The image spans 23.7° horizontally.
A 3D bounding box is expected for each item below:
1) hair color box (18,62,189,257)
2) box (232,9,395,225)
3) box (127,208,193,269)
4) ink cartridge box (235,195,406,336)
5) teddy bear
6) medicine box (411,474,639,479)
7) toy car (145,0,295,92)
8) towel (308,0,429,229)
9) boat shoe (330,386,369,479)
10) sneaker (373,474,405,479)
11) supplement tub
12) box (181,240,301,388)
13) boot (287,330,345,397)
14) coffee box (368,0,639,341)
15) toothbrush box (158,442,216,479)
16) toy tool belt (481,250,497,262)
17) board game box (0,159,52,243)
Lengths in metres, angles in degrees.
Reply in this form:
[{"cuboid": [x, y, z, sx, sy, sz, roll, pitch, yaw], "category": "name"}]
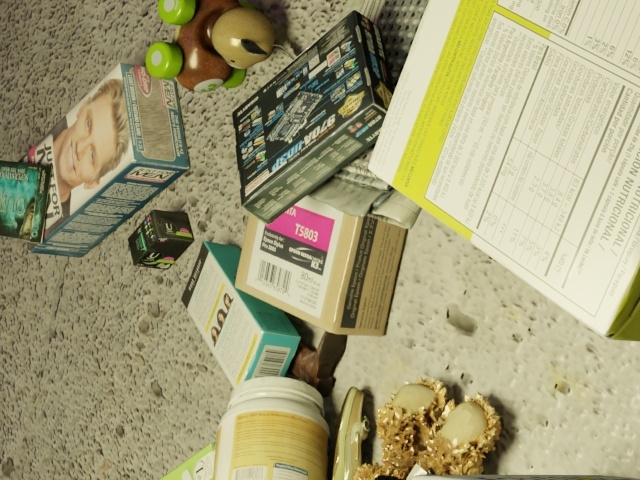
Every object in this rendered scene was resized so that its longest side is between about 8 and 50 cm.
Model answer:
[{"cuboid": [-0.349, -0.120, 2.397, 0.347, 0.105, 0.173, -34, 59, 44], "category": "hair color box"}, {"cuboid": [-0.011, -0.147, 1.815, 0.220, 0.051, 0.175, -38, 39, 26], "category": "box"}, {"cuboid": [-0.239, -0.001, 2.269, 0.083, 0.062, 0.052, -45, 51, 39], "category": "box"}, {"cuboid": [0.000, 0.000, 1.937, 0.235, 0.088, 0.193, 20, 102, 53], "category": "ink cartridge box"}, {"cuboid": [0.114, 0.323, 1.741, 0.245, 0.113, 0.338, -6, 75, 40], "category": "teddy bear"}, {"cuboid": [0.267, 0.298, 1.398, 0.289, 0.263, 0.149, -3, 82, 52], "category": "medicine box"}, {"cuboid": [-0.115, -0.262, 2.090, 0.188, 0.155, 0.149, 22, 103, 39], "category": "toy car"}, {"cuboid": [0.073, -0.184, 1.819, 0.312, 0.056, 0.324, 20, 82, 52], "category": "towel"}, {"cuboid": [0.042, 0.258, 1.884, 0.056, 0.048, 0.153, 111, 167, -83], "category": "boat shoe"}, {"cuboid": [0.121, 0.382, 1.594, 0.124, 0.107, 0.283, -60, 42, 17], "category": "sneaker"}, {"cuboid": [-0.061, 0.286, 1.899, 0.144, 0.144, 0.199, -38, 37, 43], "category": "supplement tub"}, {"cuboid": [-0.111, 0.104, 2.062, 0.244, 0.060, 0.100, 53, 126, 52], "category": "box"}, {"cuboid": [-0.017, 0.138, 1.984, 0.114, 0.037, 0.106, 35, 114, 54], "category": "boot"}, {"cuboid": [0.308, -0.127, 1.299, 0.334, 0.338, 0.338, 38, 114, 46], "category": "coffee box"}, {"cuboid": [-0.153, 0.417, 2.048, 0.283, 0.122, 0.206, -39, 56, 42], "category": "toothbrush box"}, {"cuboid": [0.202, -0.002, 1.702, 0.083, 0.051, 0.052, -15, 73, 51], "category": "toy tool belt"}, {"cuboid": [-0.495, -0.065, 2.471, 0.186, 0.026, 0.126, 8, 91, 53], "category": "board game box"}]
